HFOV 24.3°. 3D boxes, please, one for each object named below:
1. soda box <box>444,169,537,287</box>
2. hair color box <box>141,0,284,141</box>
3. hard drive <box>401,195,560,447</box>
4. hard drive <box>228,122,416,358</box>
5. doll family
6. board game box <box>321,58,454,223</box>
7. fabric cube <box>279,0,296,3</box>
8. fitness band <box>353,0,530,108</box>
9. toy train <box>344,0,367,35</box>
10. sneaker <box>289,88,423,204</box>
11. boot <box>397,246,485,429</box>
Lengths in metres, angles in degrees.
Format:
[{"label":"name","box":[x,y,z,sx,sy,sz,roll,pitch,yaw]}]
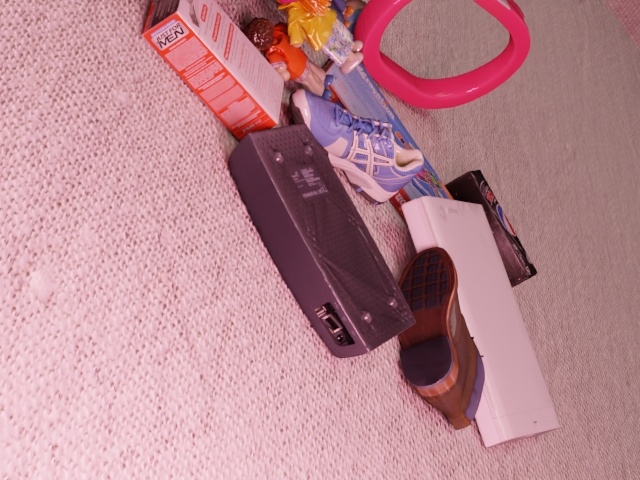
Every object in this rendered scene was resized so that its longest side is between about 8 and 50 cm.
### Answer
[{"label":"soda box","box":[0.231,-0.012,2.054,0.169,0.060,0.053,62,22,6]},{"label":"hair color box","box":[-0.112,-0.193,1.581,0.167,0.053,0.093,49,26,-28]},{"label":"hard drive","box":[0.202,0.098,1.851,0.203,0.040,0.307,5,65,-63]},{"label":"hard drive","box":[0.000,0.000,1.574,0.254,0.054,0.172,61,23,3]},{"label":"doll family","box":[-0.021,-0.300,1.809,0.163,0.118,0.263,42,28,-35]},{"label":"board game box","box":[0.090,-0.116,1.935,0.281,0.027,0.145,55,25,-11]},{"label":"fabric cube","box":[0.012,-0.450,1.601,0.258,0.254,0.259,41,38,-63]},{"label":"fitness band","box":[0.169,-0.279,2.056,0.291,0.209,0.054,28,35,-52]},{"label":"toy train","box":[0.105,-0.388,2.016,0.105,0.248,0.143,6,62,-63]},{"label":"sneaker","box":[0.041,-0.125,1.775,0.211,0.081,0.080,35,35,-42]},{"label":"boot","box":[0.138,0.113,1.715,0.219,0.082,0.106,-85,152,-44]}]
